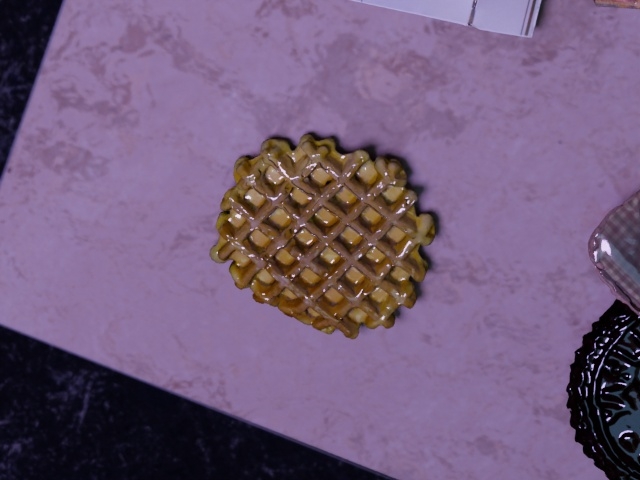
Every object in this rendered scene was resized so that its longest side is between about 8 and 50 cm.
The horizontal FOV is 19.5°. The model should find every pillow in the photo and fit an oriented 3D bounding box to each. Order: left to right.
[{"bbox_3d":[0.316,-0.021,1.459,0.135,0.034,0.211,40,100,-9],"label":"pillow"}]

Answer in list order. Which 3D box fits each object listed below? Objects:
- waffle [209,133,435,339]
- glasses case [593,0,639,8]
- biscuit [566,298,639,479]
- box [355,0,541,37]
[{"bbox_3d":[0.004,-0.003,1.524,0.191,0.038,0.191,3,116,6],"label":"waffle"},{"bbox_3d":[0.236,-0.279,1.353,0.075,0.049,0.218,0,116,6],"label":"glasses case"},{"bbox_3d":[0.297,0.126,1.527,0.195,0.053,0.194,1,99,6],"label":"biscuit"},{"bbox_3d":[0.076,-0.226,1.410,0.198,0.029,0.109,12,117,1],"label":"box"}]
